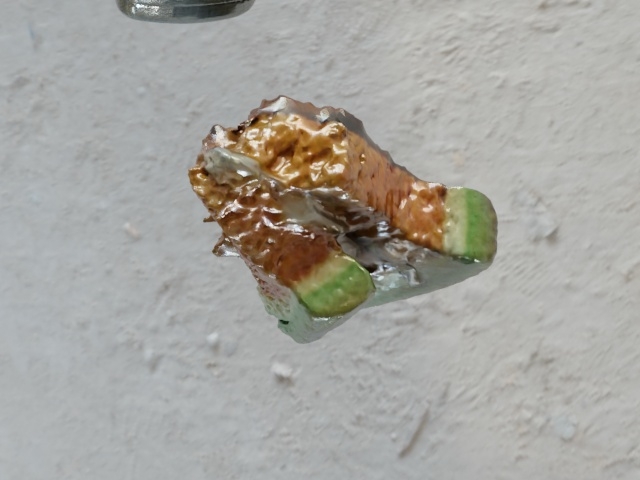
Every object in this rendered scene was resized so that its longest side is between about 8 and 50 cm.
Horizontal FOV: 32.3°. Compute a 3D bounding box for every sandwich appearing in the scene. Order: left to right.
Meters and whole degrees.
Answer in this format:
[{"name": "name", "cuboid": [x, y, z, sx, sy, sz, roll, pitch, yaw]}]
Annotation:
[{"name": "sandwich", "cuboid": [0.000, 0.000, 0.995, 0.250, 0.301, 0.162, -15, 55, 35]}]

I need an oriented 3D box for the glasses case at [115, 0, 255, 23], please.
[{"name": "glasses case", "cuboid": [-0.150, -0.338, 0.999, 0.074, 0.131, 0.323, 119, 137, -57]}]
